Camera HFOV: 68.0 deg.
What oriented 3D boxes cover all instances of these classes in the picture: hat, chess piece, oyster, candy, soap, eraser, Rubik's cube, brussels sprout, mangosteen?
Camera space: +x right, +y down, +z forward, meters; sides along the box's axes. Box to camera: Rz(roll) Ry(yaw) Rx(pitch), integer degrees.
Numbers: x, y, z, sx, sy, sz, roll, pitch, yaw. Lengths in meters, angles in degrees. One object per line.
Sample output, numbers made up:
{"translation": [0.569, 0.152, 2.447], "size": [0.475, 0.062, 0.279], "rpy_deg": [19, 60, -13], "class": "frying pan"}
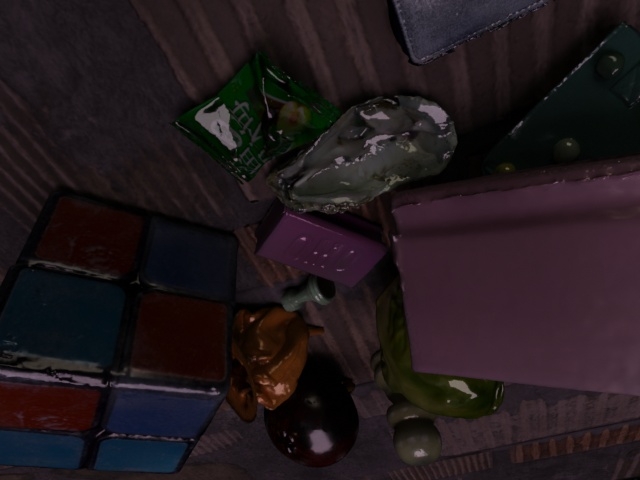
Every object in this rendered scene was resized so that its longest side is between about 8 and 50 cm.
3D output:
{"translation": [-0.092, 0.232, 1.007], "size": [0.233, 0.234, 0.244], "rpy_deg": [-15, 154, -30], "class": "hat"}
{"translation": [0.202, 0.384, 1.092], "size": [0.144, 0.251, 0.145], "rpy_deg": [-3, 136, -3], "class": "chess piece"}
{"translation": [0.061, -0.113, 0.692], "size": [0.199, 0.087, 0.252], "rpy_deg": [30, 118, -19], "class": "oyster"}
{"translation": [-0.027, 0.105, 0.924], "size": [0.103, 0.067, 0.067], "rpy_deg": [-27, 132, 32], "class": "chess piece"}
{"translation": [-0.088, -0.159, 0.640], "size": [0.203, 0.078, 0.141], "rpy_deg": [-24, 123, 33], "class": "candy"}
{"translation": [0.000, 0.000, 0.815], "size": [0.203, 0.066, 0.122], "rpy_deg": [21, 129, -24], "class": "soap"}
{"translation": [0.284, 0.043, 0.608], "size": [0.358, 0.122, 0.273], "rpy_deg": [-6, 98, 37], "class": "eraser"}
{"translation": [-0.326, 0.161, 0.765], "size": [0.318, 0.314, 0.316], "rpy_deg": [14, 132, -20], "class": "Rubik's cube"}
{"translation": [0.229, 0.173, 0.871], "size": [0.294, 0.259, 0.227], "rpy_deg": [52, 146, 5], "class": "brussels sprout"}
{"translation": [-0.001, 0.399, 1.139], "size": [0.261, 0.235, 0.236], "rpy_deg": [-28, 155, -45], "class": "mangosteen"}

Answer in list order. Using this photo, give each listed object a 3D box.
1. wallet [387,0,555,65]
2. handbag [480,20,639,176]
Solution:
{"translation": [0.176, -0.316, 0.538], "size": [0.221, 0.036, 0.167], "rpy_deg": [-23, 133, 14], "class": "wallet"}
{"translation": [0.383, -0.098, 0.630], "size": [0.100, 0.269, 0.274], "rpy_deg": [-25, 162, -49], "class": "handbag"}
